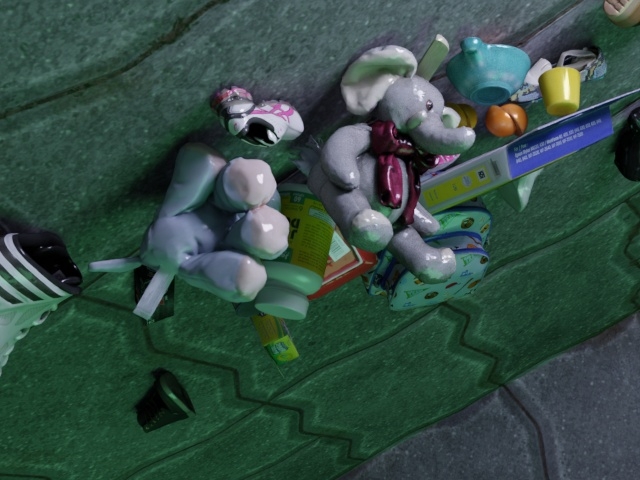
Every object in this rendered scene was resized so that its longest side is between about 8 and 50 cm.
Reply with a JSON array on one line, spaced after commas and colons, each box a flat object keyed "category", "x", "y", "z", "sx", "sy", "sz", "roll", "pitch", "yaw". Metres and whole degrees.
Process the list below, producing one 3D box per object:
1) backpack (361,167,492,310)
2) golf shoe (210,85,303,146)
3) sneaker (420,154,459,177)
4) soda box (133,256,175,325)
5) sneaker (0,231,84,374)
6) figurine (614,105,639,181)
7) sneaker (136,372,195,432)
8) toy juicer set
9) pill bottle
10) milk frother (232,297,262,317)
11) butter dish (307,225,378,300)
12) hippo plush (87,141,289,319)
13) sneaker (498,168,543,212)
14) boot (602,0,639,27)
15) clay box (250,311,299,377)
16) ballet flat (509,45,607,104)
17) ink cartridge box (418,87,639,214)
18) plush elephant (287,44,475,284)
[{"category": "backpack", "x": 0.196, "y": -0.007, "z": 2.214, "sx": 0.276, "sy": 0.213, "sz": 0.263, "roll": -15, "pitch": 143, "yaw": -19}, {"category": "golf shoe", "x": -0.084, "y": -0.164, "z": 1.737, "sx": 0.067, "sy": 0.086, "sz": 0.186, "roll": -42, "pitch": 154, "yaw": 26}, {"category": "sneaker", "x": 0.119, "y": -0.131, "z": 2.011, "sx": 0.252, "sy": 0.103, "sz": 0.111, "roll": -16, "pitch": 159, "yaw": -10}, {"category": "soda box", "x": -0.288, "y": 0.082, "z": 2.054, "sx": 0.060, "sy": 0.053, "sz": 0.169, "roll": -20, "pitch": 155, "yaw": -18}, {"category": "sneaker", "x": -0.480, "y": 0.142, "z": 1.833, "sx": 0.257, "sy": 0.169, "sz": 0.447, "roll": -18, "pitch": 152, "yaw": -16}, {"category": "figurine", "x": 0.714, "y": -0.238, "z": 2.425, "sx": 0.214, "sy": 0.092, "sz": 0.209, "roll": -26, "pitch": 152, "yaw": -6}, {"category": "sneaker", "x": -0.341, "y": 0.354, "z": 2.507, "sx": 0.118, "sy": 0.083, "sz": 0.222, "roll": -25, "pitch": 157, "yaw": -4}, {"category": "toy juicer set", "x": 0.245, "y": -0.256, "z": 1.916, "sx": 0.329, "sy": 0.090, "sz": 0.209, "roll": 14, "pitch": 153, "yaw": -33}, {"category": "pill bottle", "x": -0.044, "y": 0.020, "z": 1.969, "sx": 0.117, "sy": 0.208, "sz": 0.117, "roll": 12, "pitch": 163, "yaw": 4}, {"category": "milk frother", "x": -0.168, "y": 0.065, "z": 2.046, "sx": 0.143, "sy": 0.135, "sz": 0.129, "roll": -31, "pitch": 155, "yaw": 8}, {"category": "butter dish", "x": 0.000, "y": 0.000, "z": 2.128, "sx": 0.159, "sy": 0.118, "sz": 0.160, "roll": -29, "pitch": 115, "yaw": 4}, {"category": "hippo plush", "x": -0.144, "y": 0.004, "z": 1.827, "sx": 0.294, "sy": 0.234, "sz": 0.236, "roll": -53, "pitch": 163, "yaw": 9}, {"category": "sneaker", "x": 0.408, "y": -0.132, "z": 2.333, "sx": 0.094, "sy": 0.080, "sz": 0.212, "roll": -34, "pitch": 157, "yaw": -13}, {"category": "boot", "x": 0.568, "y": -0.439, "z": 1.901, "sx": 0.248, "sy": 0.090, "sz": 0.207, "roll": -43, "pitch": 164, "yaw": 29}, {"category": "clay box", "x": -0.101, "y": 0.132, "z": 2.142, "sx": 0.053, "sy": 0.222, "sz": 0.127, "roll": -27, "pitch": 157, "yaw": -2}, {"category": "ballet flat", "x": 0.403, "y": -0.290, "z": 2.033, "sx": 0.188, "sy": 0.070, "sz": 0.070, "roll": -21, "pitch": 155, "yaw": -14}, {"category": "ink cartridge box", "x": 0.346, "y": -0.143, "z": 1.975, "sx": 0.303, "sy": 0.072, "sz": 0.307, "roll": -22, "pitch": -178, "yaw": -41}, {"category": "plush elephant", "x": 0.119, "y": -0.132, "z": 1.794, "sx": 0.255, "sy": 0.330, "sz": 0.272, "roll": -50, "pitch": 138, "yaw": 10}]
